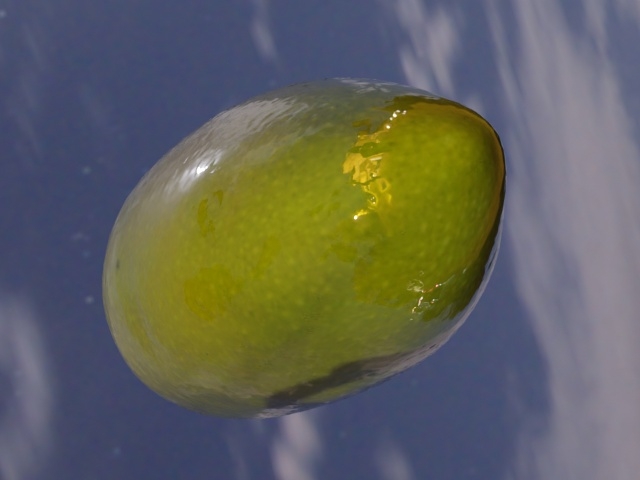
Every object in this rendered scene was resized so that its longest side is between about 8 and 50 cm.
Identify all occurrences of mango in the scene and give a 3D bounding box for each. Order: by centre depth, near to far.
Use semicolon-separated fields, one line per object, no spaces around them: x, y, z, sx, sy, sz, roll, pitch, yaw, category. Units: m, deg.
0.000;0.000;0.859;0.156;0.192;0.343;59;161;-2;mango
